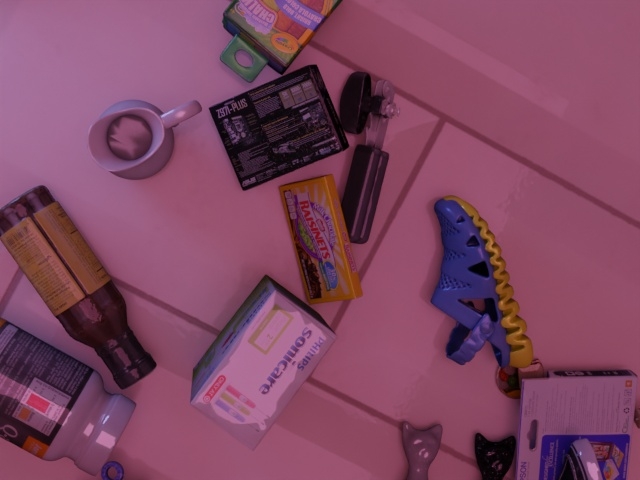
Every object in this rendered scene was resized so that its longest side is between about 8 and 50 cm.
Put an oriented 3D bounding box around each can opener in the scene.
[{"bbox_3d":[0.069,-0.135,1.704,0.093,0.074,0.280,10,91,27],"label":"can opener"}]

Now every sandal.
[{"bbox_3d":[0.245,0.081,1.705,0.138,0.126,0.317,-19,94,-1],"label":"sandal"}]

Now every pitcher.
[{"bbox_3d":[-0.265,-0.166,1.585,0.178,0.207,0.125,-23,96,-5],"label":"pitcher"}]

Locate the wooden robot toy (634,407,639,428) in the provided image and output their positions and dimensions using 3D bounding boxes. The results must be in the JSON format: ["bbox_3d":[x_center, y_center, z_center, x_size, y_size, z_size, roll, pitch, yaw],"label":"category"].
[{"bbox_3d":[0.615,0.267,1.796,0.173,0.076,0.079,-22,60,-5],"label":"wooden robot toy"}]

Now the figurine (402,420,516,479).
[{"bbox_3d":[0.219,0.419,1.744,0.215,0.092,0.209,11,84,-6],"label":"figurine"}]

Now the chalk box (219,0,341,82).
[{"bbox_3d":[-0.071,-0.353,1.634,0.132,0.132,0.213,38,88,-7],"label":"chalk box"}]

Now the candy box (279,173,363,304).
[{"bbox_3d":[0.000,0.000,1.684,0.105,0.027,0.206,-11,96,38],"label":"candy box"}]

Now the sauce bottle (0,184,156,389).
[{"bbox_3d":[-0.386,0.081,1.634,0.111,0.111,0.344,-32,96,-4],"label":"sauce bottle"}]

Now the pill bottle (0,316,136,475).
[{"bbox_3d":[-0.442,0.246,1.612,0.278,0.162,0.162,31,89,-7],"label":"pill bottle"}]

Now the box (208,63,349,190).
[{"bbox_3d":[-0.065,-0.181,1.650,0.180,0.077,0.147,-22,96,12],"label":"box"}]

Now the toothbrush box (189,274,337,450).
[{"bbox_3d":[-0.093,0.177,1.587,0.122,0.283,0.206,37,89,-8],"label":"toothbrush box"}]

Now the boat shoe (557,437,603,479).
[{"bbox_3d":[0.417,0.468,1.728,0.102,0.108,0.301,-7,119,-2],"label":"boat shoe"}]

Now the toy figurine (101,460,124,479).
[{"bbox_3d":[-0.317,0.455,1.617,0.362,0.191,0.217,-7,73,19],"label":"toy figurine"}]

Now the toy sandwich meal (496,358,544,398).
[{"bbox_3d":[0.345,0.236,1.768,0.085,0.029,0.085,0,93,-7],"label":"toy sandwich meal"}]

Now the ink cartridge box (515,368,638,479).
[{"bbox_3d":[0.432,0.325,1.765,0.208,0.045,0.206,1,101,-9],"label":"ink cartridge box"}]
